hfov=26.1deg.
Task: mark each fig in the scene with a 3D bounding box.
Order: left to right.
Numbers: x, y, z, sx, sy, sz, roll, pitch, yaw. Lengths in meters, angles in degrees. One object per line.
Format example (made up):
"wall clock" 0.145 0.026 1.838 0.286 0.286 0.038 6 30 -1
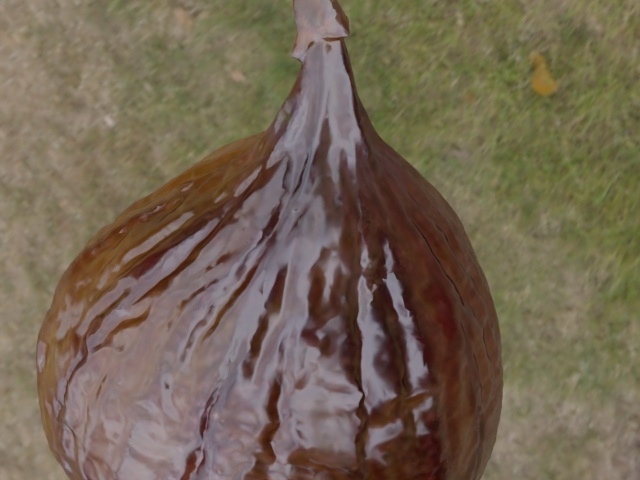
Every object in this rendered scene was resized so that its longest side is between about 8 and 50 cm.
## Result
"fig" 0.000 0.000 0.412 0.134 0.146 0.201 44 127 43
